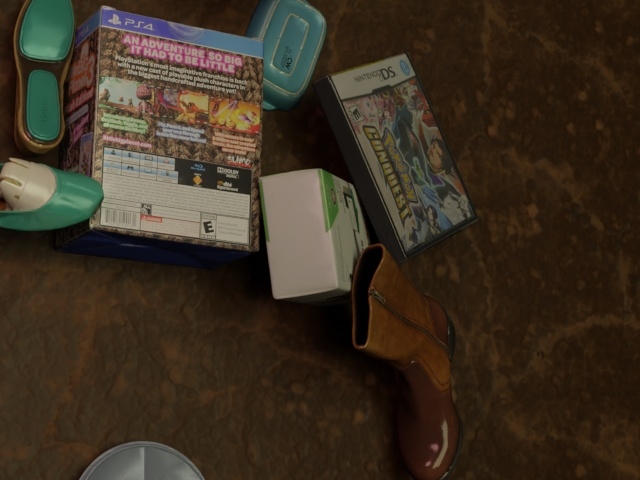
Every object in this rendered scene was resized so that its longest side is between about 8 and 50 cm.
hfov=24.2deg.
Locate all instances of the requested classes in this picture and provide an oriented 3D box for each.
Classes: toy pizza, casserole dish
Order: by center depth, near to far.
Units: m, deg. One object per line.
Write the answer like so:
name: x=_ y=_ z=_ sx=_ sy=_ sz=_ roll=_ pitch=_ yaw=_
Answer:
toy pizza: x=-0.226 y=0.355 z=1.881 sx=0.201 sy=0.032 sz=0.201 roll=7 pitch=75 yaw=-29
casserole dish: x=-0.051 y=-0.273 z=2.117 sx=0.114 sy=0.037 sz=0.188 roll=28 pitch=68 yaw=-21

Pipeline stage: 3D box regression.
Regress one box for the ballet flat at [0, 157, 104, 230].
ballet flat: x=-0.385 y=-0.060 z=1.774 sx=0.247 sy=0.087 sz=0.083 roll=1 pitch=62 yaw=12

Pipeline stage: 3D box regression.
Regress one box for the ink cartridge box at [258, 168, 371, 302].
ink cartridge box: x=0.000 y=0.000 z=1.979 sx=0.219 sy=0.092 sz=0.160 roll=15 pitch=66 yaw=-73

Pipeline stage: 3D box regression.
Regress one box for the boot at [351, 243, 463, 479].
boot: x=0.115 y=0.173 z=1.988 sx=0.280 sy=0.096 sz=0.264 roll=44 pitch=52 yaw=-60

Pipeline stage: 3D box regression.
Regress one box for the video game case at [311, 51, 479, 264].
video game case: x=0.112 y=-0.122 z=2.116 sx=0.248 sy=0.035 sz=0.275 roll=-26 pitch=92 yaw=-57

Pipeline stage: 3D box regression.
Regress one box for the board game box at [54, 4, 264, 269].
board game box: x=-0.208 y=-0.126 z=1.933 sx=0.232 sy=0.141 sz=0.291 roll=9 pitch=75 yaw=-28

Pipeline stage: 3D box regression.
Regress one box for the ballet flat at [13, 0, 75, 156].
ballet flat: x=-0.362 y=-0.215 z=1.908 sx=0.080 sy=0.073 sz=0.232 roll=12 pitch=67 yaw=-23
